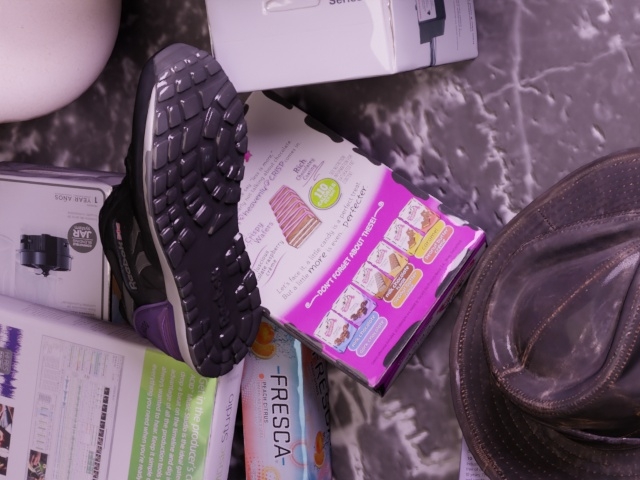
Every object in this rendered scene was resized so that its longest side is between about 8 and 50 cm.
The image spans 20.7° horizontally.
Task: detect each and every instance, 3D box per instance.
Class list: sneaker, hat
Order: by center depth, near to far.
[{"bbox_3d":[0.216,0.050,1.309,0.331,0.134,0.331,-15,61,29],"label":"hat"},{"bbox_3d":[-0.131,-0.026,1.359,0.124,0.107,0.283,22,130,33],"label":"sneaker"}]

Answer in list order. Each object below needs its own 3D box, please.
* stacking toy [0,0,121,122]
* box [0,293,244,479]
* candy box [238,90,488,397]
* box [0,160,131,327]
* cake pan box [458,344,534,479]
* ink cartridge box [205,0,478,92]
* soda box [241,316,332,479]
[{"bbox_3d":[-0.432,-0.157,1.567,0.480,0.350,0.350,-38,82,40],"label":"stacking toy"},{"bbox_3d":[-0.233,0.177,1.531,0.322,0.058,0.232,14,103,20],"label":"box"},{"bbox_3d":[0.000,0.000,1.463,0.233,0.071,0.159,35,83,14],"label":"candy box"},{"bbox_3d":[-0.245,0.080,1.598,0.169,0.087,0.290,5,100,21],"label":"box"},{"bbox_3d":[0.238,0.207,1.382,0.267,0.070,0.245,-2,76,22],"label":"cake pan box"},{"bbox_3d":[0.021,-0.170,1.383,0.153,0.208,0.087,-5,96,24],"label":"ink cartridge box"},{"bbox_3d":[-0.030,0.145,1.534,0.063,0.058,0.183,0,98,22],"label":"soda box"}]
